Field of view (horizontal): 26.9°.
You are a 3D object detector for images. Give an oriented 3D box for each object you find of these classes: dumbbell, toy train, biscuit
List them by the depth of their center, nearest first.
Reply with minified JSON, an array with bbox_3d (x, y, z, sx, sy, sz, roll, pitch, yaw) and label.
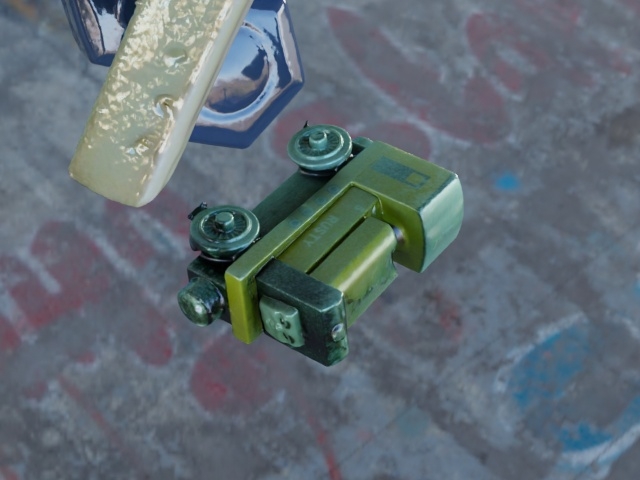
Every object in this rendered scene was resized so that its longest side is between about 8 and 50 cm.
[{"bbox_3d":[-0.082,-0.104,0.750,0.056,0.188,0.052,29,28,-2],"label":"biscuit"},{"bbox_3d":[-0.137,-0.197,1.234,0.160,0.144,0.325,-49,33,3],"label":"dumbbell"},{"bbox_3d":[0.000,0.000,1.762,0.253,0.160,0.397,26,50,28],"label":"toy train"}]
